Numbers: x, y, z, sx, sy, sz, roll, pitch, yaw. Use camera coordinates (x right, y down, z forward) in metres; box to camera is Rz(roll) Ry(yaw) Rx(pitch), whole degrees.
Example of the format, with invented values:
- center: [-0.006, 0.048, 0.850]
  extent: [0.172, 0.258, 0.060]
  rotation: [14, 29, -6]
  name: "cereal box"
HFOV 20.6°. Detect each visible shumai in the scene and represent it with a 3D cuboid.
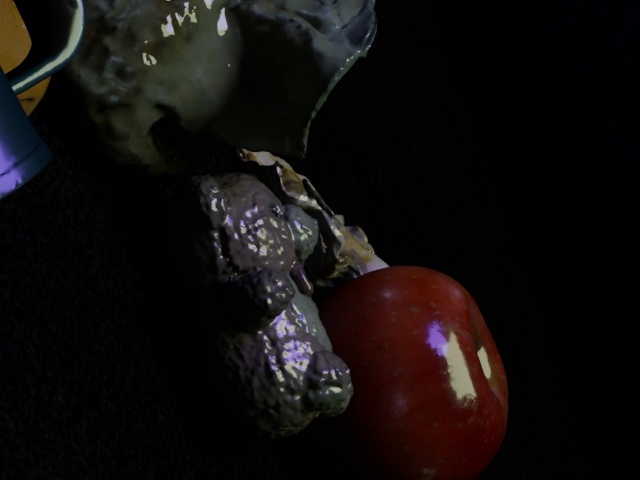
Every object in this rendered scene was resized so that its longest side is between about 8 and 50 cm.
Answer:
- center: [-0.091, -0.230, 1.687]
  extent: [0.292, 0.288, 0.330]
  rotation: [42, 34, -55]
  name: "shumai"

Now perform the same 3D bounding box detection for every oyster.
- center: [0.000, 0.004, 2.061]
  extent: [0.354, 0.107, 0.201]
  rotation: [38, 6, -48]
  name: "oyster"

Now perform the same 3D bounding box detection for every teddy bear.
- center: [-0.062, 0.061, 1.710]
  extent: [0.236, 0.151, 0.267]
  rotation: [89, -12, -78]
  name: "teddy bear"

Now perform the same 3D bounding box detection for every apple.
- center: [0.088, 0.159, 1.932]
  extent: [0.260, 0.216, 0.260]
  rotation: [-17, 90, -72]
  name: "apple"

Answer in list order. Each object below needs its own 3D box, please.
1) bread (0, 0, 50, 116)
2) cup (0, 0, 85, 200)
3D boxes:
- center: [-0.311, -0.176, 1.236]
  extent: [0.294, 0.132, 0.167]
  rotation: [23, 56, -66]
  name: "bread"
- center: [-0.296, -0.135, 0.974]
  extent: [0.292, 0.308, 0.242]
  rotation: [63, -7, -13]
  name: "cup"
